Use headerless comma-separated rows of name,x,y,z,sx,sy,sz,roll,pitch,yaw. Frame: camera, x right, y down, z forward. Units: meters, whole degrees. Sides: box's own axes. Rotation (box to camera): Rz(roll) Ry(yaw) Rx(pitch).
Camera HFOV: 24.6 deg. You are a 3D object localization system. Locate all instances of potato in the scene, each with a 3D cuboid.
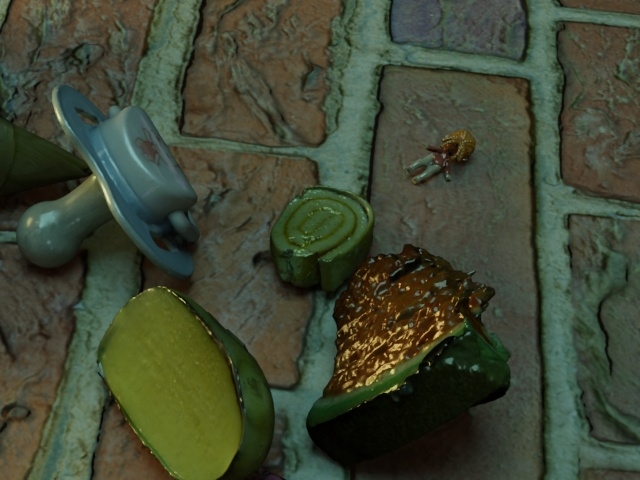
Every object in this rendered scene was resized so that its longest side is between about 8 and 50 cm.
potato,-0.129,0.164,1.642,0.111,0.160,0.271,16,21,-46

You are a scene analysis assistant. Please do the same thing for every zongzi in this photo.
zongzi,-0.476,-0.058,1.819,0.317,0.154,0.289,22,56,3

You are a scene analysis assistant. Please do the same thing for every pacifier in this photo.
pacifier,-0.275,-0.048,1.815,0.225,0.238,0.287,-31,80,6

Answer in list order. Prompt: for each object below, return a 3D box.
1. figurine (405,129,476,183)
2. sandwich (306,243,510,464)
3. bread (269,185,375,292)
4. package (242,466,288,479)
figurine,0.165,-0.113,1.990,0.109,0.047,0.064,-32,86,-23
sandwich,0.116,0.127,1.689,0.162,0.250,0.301,42,29,-25
bread,0.000,0.000,1.851,0.117,0.064,0.156,23,50,21
package,-0.076,0.269,1.612,0.083,0.029,0.059,25,43,14
